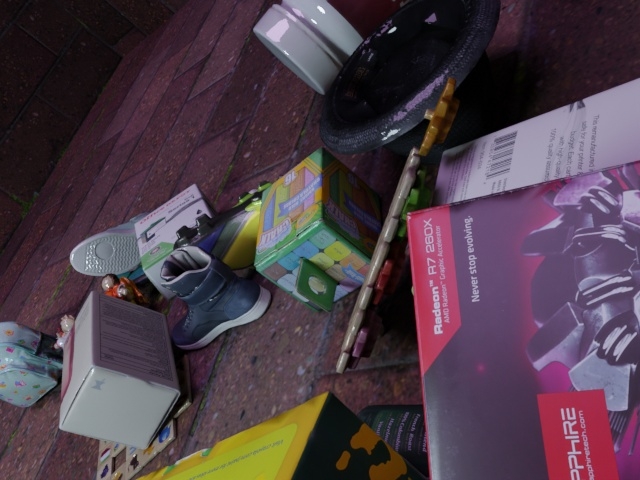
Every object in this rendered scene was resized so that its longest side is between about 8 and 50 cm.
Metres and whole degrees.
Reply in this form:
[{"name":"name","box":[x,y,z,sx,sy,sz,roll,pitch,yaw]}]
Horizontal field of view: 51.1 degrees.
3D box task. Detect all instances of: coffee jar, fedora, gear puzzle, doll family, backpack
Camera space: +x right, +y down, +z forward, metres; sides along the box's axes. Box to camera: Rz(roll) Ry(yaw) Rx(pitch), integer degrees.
[{"name":"coffee jar","box":[0.118,0.191,0.603,0.184,0.096,0.079,-20,35,43]},{"name":"fedora","box":[0.150,-0.207,0.933,0.334,0.152,0.334,-37,29,25]},{"name":"gear puzzle","box":[0.097,-0.018,0.765,0.175,0.044,0.338,-58,-14,-74]},{"name":"doll family","box":[-0.432,0.167,1.366,0.263,0.118,0.163,-38,54,30]},{"name":"backpack","box":[-0.682,0.275,1.506,0.166,0.188,0.144,-36,33,23]}]

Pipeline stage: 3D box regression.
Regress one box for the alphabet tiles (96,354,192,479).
[{"name":"alphabet tiles","box":[-0.301,0.307,1.136,0.237,0.009,0.198,-43,31,13]}]

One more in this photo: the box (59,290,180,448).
[{"name":"box","box":[-0.337,0.210,1.113,0.126,0.149,0.232,-58,28,14]}]

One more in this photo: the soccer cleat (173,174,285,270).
[{"name":"soccer cleat","box":[-0.110,-0.018,1.149,0.289,0.121,0.093,-26,25,2]}]

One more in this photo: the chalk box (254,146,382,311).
[{"name":"chalk box","box":[0.000,0.000,0.937,0.132,0.132,0.213,-34,35,27]}]

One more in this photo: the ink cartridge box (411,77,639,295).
[{"name":"ink cartridge box","box":[0.243,-0.026,0.651,0.273,0.115,0.198,-17,45,45]}]

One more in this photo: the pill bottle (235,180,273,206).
[{"name":"pill bottle","box":[-0.120,-0.050,1.217,0.120,0.067,0.067,-44,31,12]}]

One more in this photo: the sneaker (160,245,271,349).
[{"name":"sneaker","box":[-0.214,0.094,1.096,0.226,0.163,0.086,-30,38,34]}]

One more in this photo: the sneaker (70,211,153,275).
[{"name":"sneaker","box":[-0.432,0.006,1.473,0.256,0.094,0.151,-21,17,-30]}]

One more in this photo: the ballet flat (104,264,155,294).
[{"name":"ballet flat","box":[-0.392,0.091,1.439,0.188,0.070,0.070,-16,45,41]}]

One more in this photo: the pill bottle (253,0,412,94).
[{"name":"pill bottle","box":[0.067,-0.491,1.286,0.392,0.224,0.224,-49,30,5]}]

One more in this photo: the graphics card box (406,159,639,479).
[{"name":"graphics card box","box":[0.244,0.061,0.427,0.371,0.094,0.232,-11,71,28]}]

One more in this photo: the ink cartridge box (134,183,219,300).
[{"name":"ink cartridge box","box":[-0.269,-0.003,1.311,0.160,0.092,0.219,-34,31,-3]}]

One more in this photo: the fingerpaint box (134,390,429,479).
[{"name":"fingerpaint box","box":[-0.138,0.375,0.560,0.445,0.163,0.371,-35,17,39]}]
